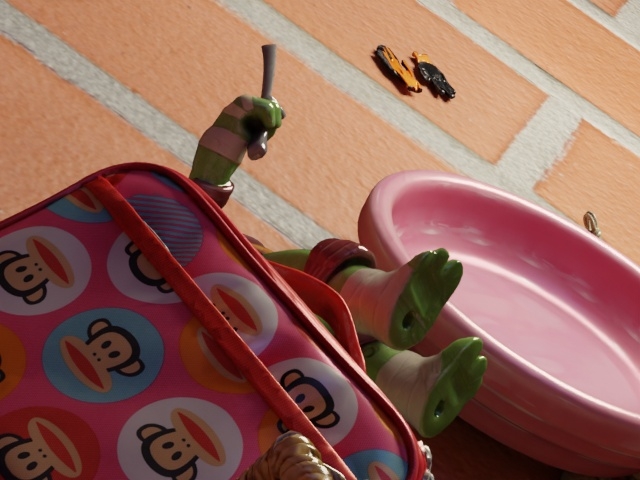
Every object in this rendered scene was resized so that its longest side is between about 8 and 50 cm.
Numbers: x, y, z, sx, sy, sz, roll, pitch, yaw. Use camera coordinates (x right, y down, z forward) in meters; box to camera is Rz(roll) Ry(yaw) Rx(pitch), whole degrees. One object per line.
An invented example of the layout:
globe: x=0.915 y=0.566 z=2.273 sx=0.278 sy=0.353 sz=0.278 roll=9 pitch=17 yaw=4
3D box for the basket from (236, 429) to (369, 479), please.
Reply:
basket: x=-0.012 y=0.274 z=0.720 sx=0.223 sy=0.299 sz=0.213 roll=32 pitch=30 yaw=-7

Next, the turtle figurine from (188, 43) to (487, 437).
turtle figurine: x=0.000 y=0.000 z=1.198 sx=0.266 sy=0.198 sz=0.275 roll=24 pitch=26 yaw=36

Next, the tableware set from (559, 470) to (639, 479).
tableware set: x=0.210 y=0.160 z=1.396 sx=0.141 sy=0.020 sz=0.169 roll=46 pitch=32 yaw=21

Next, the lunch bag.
lunch bag: x=-0.085 y=0.098 z=0.993 sx=0.258 sy=0.120 sz=0.293 roll=-28 pitch=58 yaw=-26

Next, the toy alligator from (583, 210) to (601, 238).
toy alligator: x=0.254 y=0.048 z=1.580 sx=0.051 sy=0.056 sz=0.189 roll=-20 pitch=48 yaw=-6

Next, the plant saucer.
plant saucer: x=0.167 y=0.071 z=1.390 sx=0.332 sy=0.084 sz=0.332 roll=25 pitch=24 yaw=-12

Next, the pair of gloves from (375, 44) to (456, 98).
pair of gloves: x=0.094 y=-0.165 z=1.778 sx=0.083 sy=0.010 sz=0.074 roll=8 pitch=36 yaw=-42
